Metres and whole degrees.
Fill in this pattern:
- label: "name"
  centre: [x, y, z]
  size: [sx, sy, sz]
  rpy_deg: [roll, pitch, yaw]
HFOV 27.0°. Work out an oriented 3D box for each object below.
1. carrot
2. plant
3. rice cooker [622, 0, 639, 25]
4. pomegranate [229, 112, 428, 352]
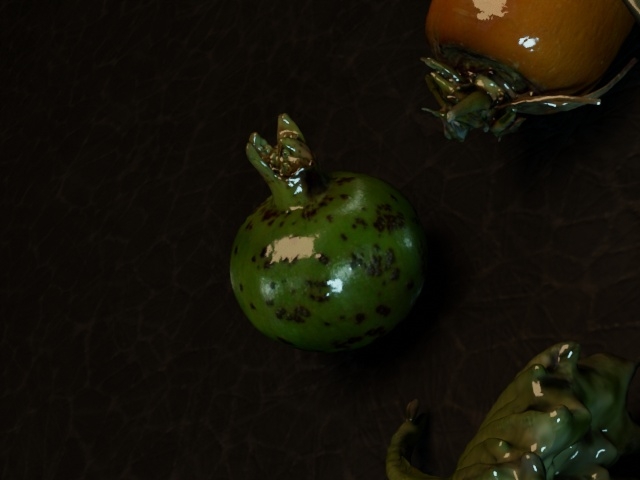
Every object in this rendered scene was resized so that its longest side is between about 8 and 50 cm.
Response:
- label: "carrot"
  centre: [0.221, -0.231, 1.366]
  size: [0.331, 0.214, 0.193]
  rpy_deg: [-54, 4, -8]
- label: "plant"
  centre: [0.153, 0.225, 1.120]
  size: [0.251, 0.180, 0.333]
  rpy_deg: [-44, 2, -36]
- label: "rice cooker"
  centre: [0.401, -0.261, 1.051]
  size: [0.325, 0.335, 0.335]
  rpy_deg: [-57, 33, -4]
- label: "pomegranate"
  centre: [0.000, 0.000, 1.385]
  size: [0.211, 0.263, 0.211]
  rpy_deg: [-18, 26, 9]
